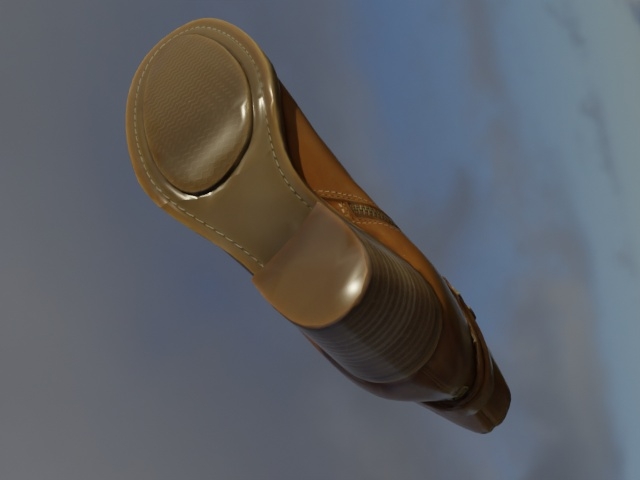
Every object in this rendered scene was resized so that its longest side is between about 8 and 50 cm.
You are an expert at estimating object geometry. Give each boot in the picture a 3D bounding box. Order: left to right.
[{"bbox_3d":[0.000,0.000,0.636,0.152,0.073,0.197,39,-164,-52],"label":"boot"}]
